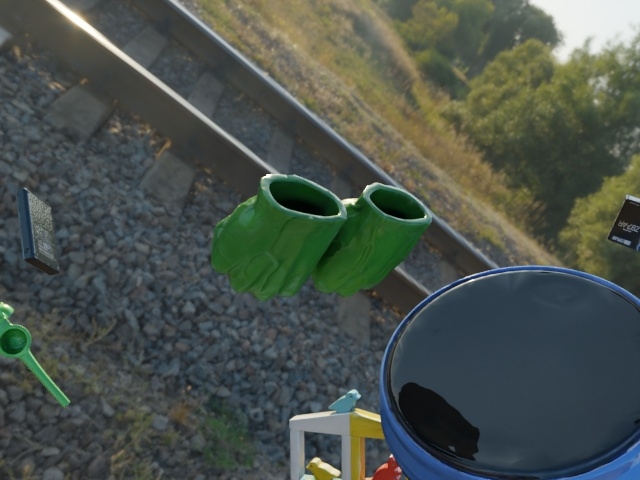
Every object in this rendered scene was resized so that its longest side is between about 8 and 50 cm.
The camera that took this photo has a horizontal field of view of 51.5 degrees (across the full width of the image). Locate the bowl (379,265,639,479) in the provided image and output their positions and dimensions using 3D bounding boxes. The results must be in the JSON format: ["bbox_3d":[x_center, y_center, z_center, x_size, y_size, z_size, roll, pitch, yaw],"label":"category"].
[{"bbox_3d":[0.261,0.176,0.864,0.391,0.390,0.077,-106,175,-56],"label":"bowl"}]

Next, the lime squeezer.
[{"bbox_3d":[-0.541,0.176,1.167,0.058,0.110,0.310,-30,48,-29],"label":"lime squeezer"}]

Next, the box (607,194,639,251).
[{"bbox_3d":[0.448,-0.017,0.911,0.083,0.067,0.018,23,31,16],"label":"box"}]

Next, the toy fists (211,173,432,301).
[{"bbox_3d":[0.000,0.000,0.780,0.279,0.142,0.096,0,43,-43],"label":"toy fists"}]

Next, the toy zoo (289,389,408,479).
[{"bbox_3d":[0.048,0.367,0.971,0.030,0.192,0.294,-4,94,-70],"label":"toy zoo"}]

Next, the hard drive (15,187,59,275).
[{"bbox_3d":[-0.501,-0.015,1.178,0.094,0.022,0.135,70,4,-69],"label":"hard drive"}]
